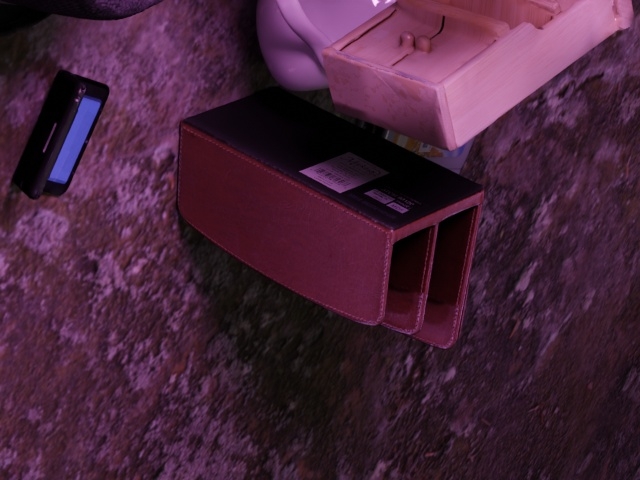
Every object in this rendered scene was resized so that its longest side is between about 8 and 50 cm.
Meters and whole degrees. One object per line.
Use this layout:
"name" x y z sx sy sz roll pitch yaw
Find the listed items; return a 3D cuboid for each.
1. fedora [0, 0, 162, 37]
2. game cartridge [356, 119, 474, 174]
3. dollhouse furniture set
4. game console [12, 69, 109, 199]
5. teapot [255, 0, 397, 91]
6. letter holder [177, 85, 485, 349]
"fedora" -0.191 -0.272 1.537 0.334 0.152 0.334 -49 159 -26
"game cartridge" 0.131 -0.175 2.280 0.198 0.062 0.297 -2 115 -48
"dollhouse furniture set" 0.115 -0.323 1.684 0.256 0.362 0.394 -36 129 -29
"game console" -0.243 -0.097 1.830 0.071 0.107 0.122 21 96 -27
"teapot" 0.033 -0.274 1.951 0.252 0.256 0.187 -23 104 -17
"letter holder" 0.000 0.000 2.006 0.152 0.302 0.214 -24 131 -42
